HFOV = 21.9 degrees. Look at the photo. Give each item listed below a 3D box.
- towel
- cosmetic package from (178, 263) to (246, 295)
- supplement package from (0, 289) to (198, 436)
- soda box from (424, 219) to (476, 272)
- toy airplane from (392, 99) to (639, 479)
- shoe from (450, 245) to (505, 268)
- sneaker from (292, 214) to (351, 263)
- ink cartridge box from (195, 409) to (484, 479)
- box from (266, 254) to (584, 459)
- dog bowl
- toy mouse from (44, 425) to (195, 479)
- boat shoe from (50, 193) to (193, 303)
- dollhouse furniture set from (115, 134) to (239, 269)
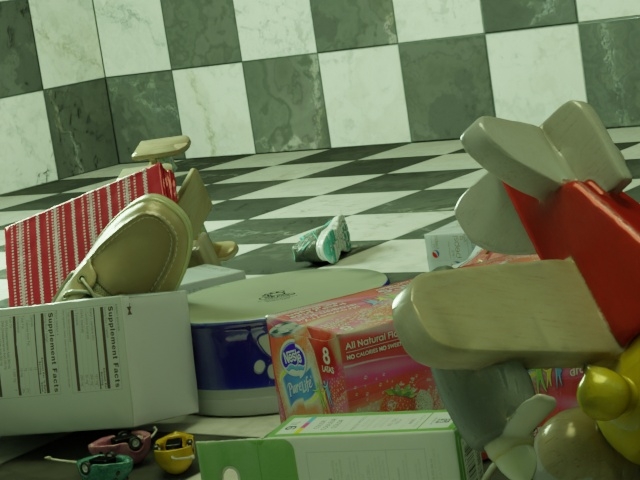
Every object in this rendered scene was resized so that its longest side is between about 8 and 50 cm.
[{"bbox_3d":[-0.321,0.017,2.340,0.274,0.199,0.031,-21,-35,15],"label":"towel"},{"bbox_3d":[-0.218,0.094,2.171,0.231,0.085,0.117,-15,11,-30],"label":"cosmetic package"},{"bbox_3d":[-0.269,0.131,1.736,0.244,0.134,0.139,-7,-2,26],"label":"supplement package"},{"bbox_3d":[0.232,0.000,2.391,0.074,0.069,0.216,-3,10,32],"label":"soda box"},{"bbox_3d":[0.225,0.078,1.251,0.386,0.272,0.384,24,21,-6],"label":"toy airplane"},{"bbox_3d":[0.236,0.038,2.185,0.081,0.063,0.178,-1,17,33],"label":"shoe"},{"bbox_3d":[0.000,0.000,2.643,0.076,0.065,0.166,-10,7,17],"label":"sneaker"},{"bbox_3d":[0.019,0.191,1.256,0.209,0.109,0.062,-5,9,21],"label":"ink cartridge box"},{"bbox_3d":[0.119,0.113,1.515,0.300,0.154,0.142,-12,9,-28],"label":"box"},{"bbox_3d":[-0.044,0.109,1.847,0.264,0.104,0.265,-8,9,1],"label":"dog bowl"},{"bbox_3d":[-0.190,0.210,1.578,0.143,0.031,0.161,-9,9,-5],"label":"toy mouse"},{"bbox_3d":[-0.249,0.077,1.871,0.302,0.109,0.098,-50,1,24],"label":"boat shoe"},{"bbox_3d":[-0.193,-0.010,2.436,0.161,0.212,0.242,-6,35,24],"label":"dollhouse furniture set"}]
